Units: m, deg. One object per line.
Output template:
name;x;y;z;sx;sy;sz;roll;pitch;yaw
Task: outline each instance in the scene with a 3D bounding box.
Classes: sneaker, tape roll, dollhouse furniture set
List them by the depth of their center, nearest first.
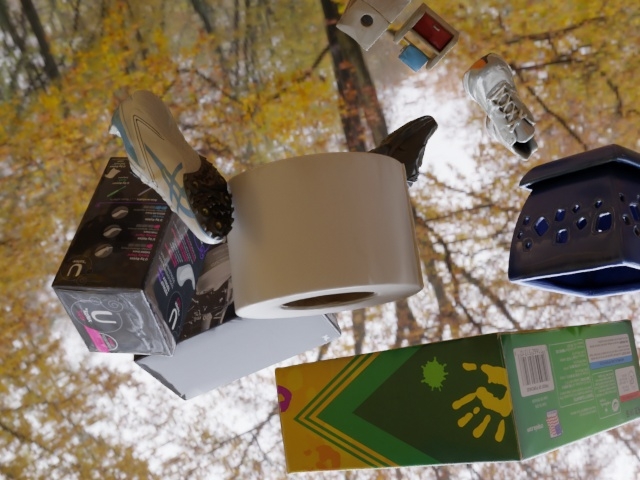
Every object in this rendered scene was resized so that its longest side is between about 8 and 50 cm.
sneaker;-0.186;-0.083;1.054;0.085;0.086;0.237;1;-131;-55
tape roll;0.000;0.000;1.104;0.246;0.169;0.246;-8;169;-2
dollhouse furniture set;0.146;-0.361;1.371;0.129;0.183;0.129;-43;-163;37
sneaker;0.366;-0.255;1.640;0.099;0.262;0.121;-39;-129;7
sneaker;0.189;-0.188;1.965;0.286;0.130;0.109;-41;-172;-32

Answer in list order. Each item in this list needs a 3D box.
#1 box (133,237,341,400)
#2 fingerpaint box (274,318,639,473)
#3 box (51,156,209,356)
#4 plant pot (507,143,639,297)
box;-0.169;0.080;1.606;0.343;0.179;0.313;-25;-132;13
fingerpaint box;0.219;0.229;1.253;0.371;0.163;0.444;-15;168;37
box;-0.273;0.019;1.285;0.143;0.165;0.270;1;-132;12
plant pot;0.477;-0.030;1.436;0.236;0.212;0.236;12;164;-36
